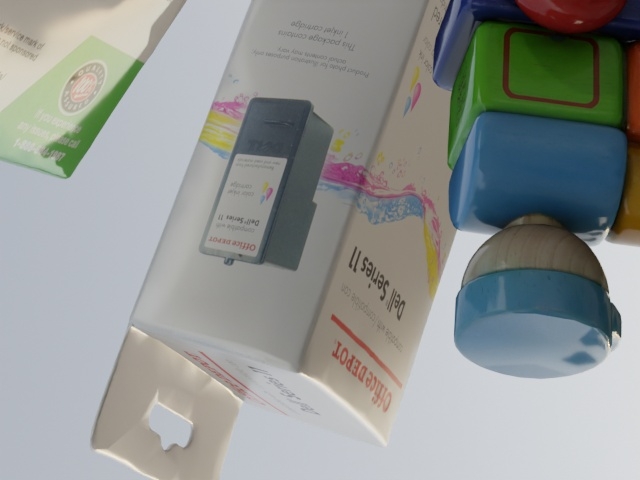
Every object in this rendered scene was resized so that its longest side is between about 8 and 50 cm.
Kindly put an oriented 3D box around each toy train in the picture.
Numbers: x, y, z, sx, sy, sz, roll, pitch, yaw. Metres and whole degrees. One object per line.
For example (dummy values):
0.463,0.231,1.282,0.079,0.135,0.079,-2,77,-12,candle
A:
0.163,-0.016,0.519,0.248,0.105,0.143,8,-114,-5,toy train

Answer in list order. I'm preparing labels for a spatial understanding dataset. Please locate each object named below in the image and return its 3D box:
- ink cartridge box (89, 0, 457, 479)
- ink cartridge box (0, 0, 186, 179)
0.000,0.000,0.930,0.354,0.119,0.207,-70,-23,-13,ink cartridge box
-0.103,-0.184,0.564,0.121,0.289,0.211,35,-176,15,ink cartridge box
